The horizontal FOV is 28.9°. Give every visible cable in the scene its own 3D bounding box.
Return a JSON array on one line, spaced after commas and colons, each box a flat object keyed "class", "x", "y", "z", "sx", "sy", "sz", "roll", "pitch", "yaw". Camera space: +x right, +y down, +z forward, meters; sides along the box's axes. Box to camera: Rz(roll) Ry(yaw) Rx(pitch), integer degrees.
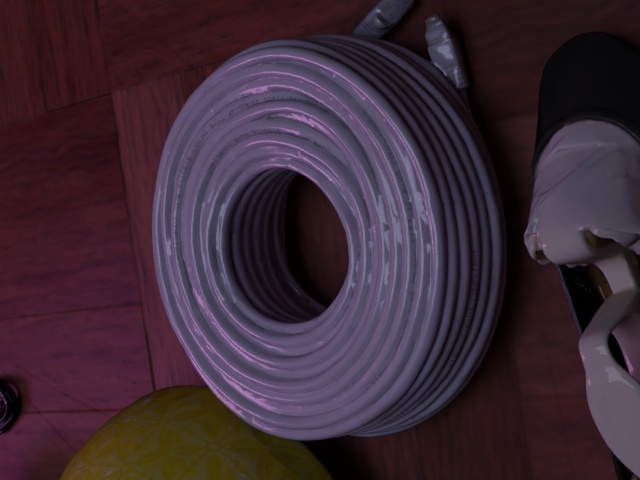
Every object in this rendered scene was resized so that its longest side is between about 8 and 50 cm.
[{"class": "cable", "x": 0.000, "y": 0.000, "z": 0.781, "sx": 0.257, "sy": 0.089, "sz": 0.257, "roll": -29, "pitch": 76, "yaw": 39}]

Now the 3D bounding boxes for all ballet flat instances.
[{"class": "ballet flat", "x": 0.163, "y": 0.022, "z": 0.638, "sx": 0.095, "sy": 0.096, "sz": 0.280, "roll": -25, "pitch": 79, "yaw": 41}]

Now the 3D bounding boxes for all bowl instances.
[{"class": "bowl", "x": -0.107, "y": 0.258, "z": 0.836, "sx": 0.290, "sy": 0.156, "sz": 0.289, "roll": 15, "pitch": 114, "yaw": 37}]

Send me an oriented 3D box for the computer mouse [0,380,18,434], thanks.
[{"class": "computer mouse", "x": -0.348, "y": 0.203, "z": 1.143, "sx": 0.242, "sy": 0.041, "sz": 0.071, "roll": -49, "pitch": 64, "yaw": 33}]
